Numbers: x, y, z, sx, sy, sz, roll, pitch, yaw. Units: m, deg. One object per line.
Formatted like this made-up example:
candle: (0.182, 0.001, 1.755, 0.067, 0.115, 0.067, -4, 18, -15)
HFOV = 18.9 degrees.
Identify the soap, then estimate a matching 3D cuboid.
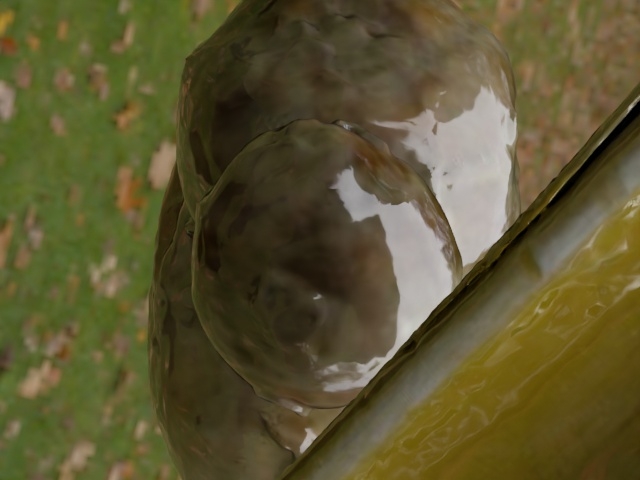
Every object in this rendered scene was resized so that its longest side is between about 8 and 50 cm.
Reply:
soap: (0.083, 0.040, 0.509, 0.274, 0.089, 0.173, -48, 164, 28)

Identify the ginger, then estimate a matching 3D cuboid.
ginger: (0.000, 0.000, 0.791, 0.304, 0.155, 0.244, 93, 3, -67)
